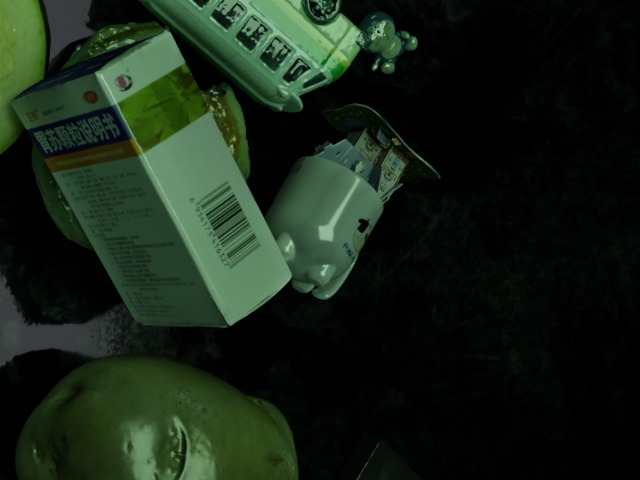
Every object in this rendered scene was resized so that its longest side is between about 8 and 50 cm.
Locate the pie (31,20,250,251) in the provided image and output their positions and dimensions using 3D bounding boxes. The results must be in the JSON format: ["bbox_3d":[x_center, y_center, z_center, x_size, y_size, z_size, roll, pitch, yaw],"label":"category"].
[{"bbox_3d":[-0.213,-0.112,1.371,0.302,0.067,0.302,1,89,-39],"label":"pie"}]

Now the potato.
[{"bbox_3d":[-0.173,0.266,1.283,0.326,0.221,0.243,31,60,-34],"label":"potato"}]

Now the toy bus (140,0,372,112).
[{"bbox_3d":[-0.088,-0.286,1.426,0.276,0.133,0.165,40,80,-23],"label":"toy bus"}]

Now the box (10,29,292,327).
[{"bbox_3d":[-0.183,-0.056,1.223,0.106,0.200,0.299,-37,110,-34],"label":"box"}]

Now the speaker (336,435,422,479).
[{"bbox_3d":[0.119,0.372,1.599,0.218,0.044,0.082,46,62,-25],"label":"speaker"}]

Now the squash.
[{"bbox_3d":[-0.386,-0.202,1.201,0.252,0.049,0.252,-32,128,-54],"label":"squash"}]

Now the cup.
[{"bbox_3d":[-0.010,-0.007,1.496,0.134,0.173,0.142,28,69,2],"label":"cup"}]

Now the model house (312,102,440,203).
[{"bbox_3d":[0.063,-0.100,1.550,0.167,0.117,0.088,42,68,-30],"label":"model house"}]

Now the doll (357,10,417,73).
[{"bbox_3d":[0.085,-0.283,1.615,0.083,0.050,0.076,43,82,-28],"label":"doll"}]
